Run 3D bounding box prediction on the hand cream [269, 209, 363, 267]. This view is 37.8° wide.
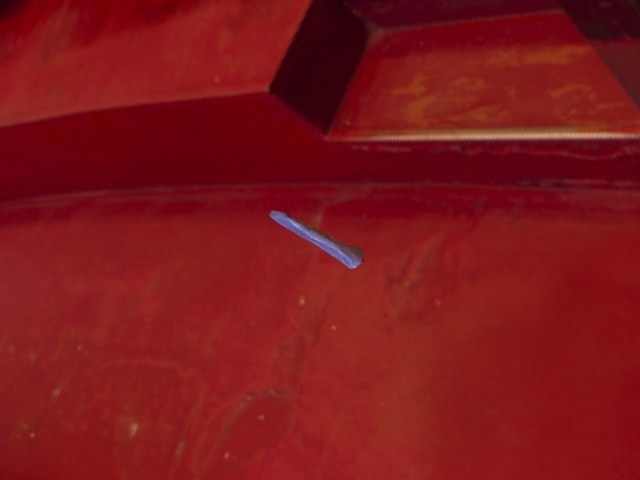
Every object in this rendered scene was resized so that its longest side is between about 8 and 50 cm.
[{"bbox_3d":[0.000,0.000,0.740,0.030,0.093,0.019,15,80,55],"label":"hand cream"}]
